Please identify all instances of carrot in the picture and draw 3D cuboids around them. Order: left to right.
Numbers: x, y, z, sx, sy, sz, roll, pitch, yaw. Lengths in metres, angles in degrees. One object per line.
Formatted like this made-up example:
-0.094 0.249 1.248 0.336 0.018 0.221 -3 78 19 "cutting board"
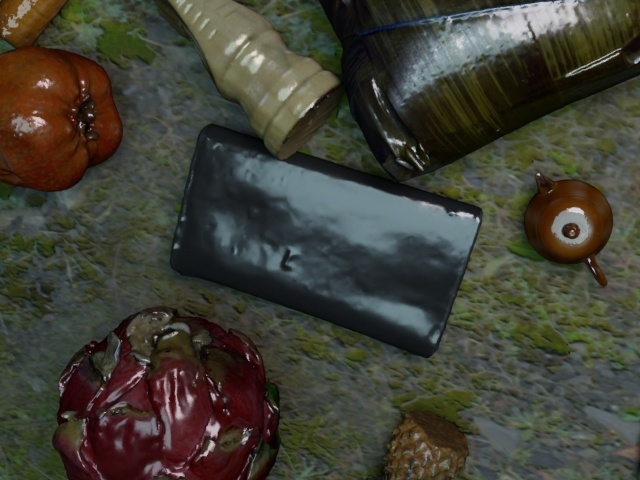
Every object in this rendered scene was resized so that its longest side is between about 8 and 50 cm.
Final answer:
-0.381 -0.356 1.143 0.205 0.072 0.072 -43 91 16 "carrot"

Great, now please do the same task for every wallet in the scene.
0.000 0.000 1.140 0.406 0.062 0.228 18 106 8 "wallet"

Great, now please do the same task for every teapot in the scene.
0.317 -0.016 1.036 0.116 0.116 0.173 -30 95 18 "teapot"

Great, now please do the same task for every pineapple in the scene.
0.101 0.376 1.170 0.119 0.130 0.277 33 110 17 "pineapple"

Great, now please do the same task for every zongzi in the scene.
0.173 -0.333 0.952 0.403 0.208 0.432 -23 92 17 "zongzi"

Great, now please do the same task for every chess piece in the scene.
-0.114 -0.250 1.062 0.301 0.137 0.137 44 108 4 "chess piece"

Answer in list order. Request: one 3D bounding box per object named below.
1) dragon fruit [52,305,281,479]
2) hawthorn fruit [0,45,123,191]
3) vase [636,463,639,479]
-0.203 0.256 1.124 0.329 0.329 0.329 3 103 13 "dragon fruit"
-0.413 -0.165 1.131 0.243 0.207 0.207 2 103 21 "hawthorn fruit"
0.470 0.235 1.084 0.060 0.060 0.211 19 107 8 "vase"
